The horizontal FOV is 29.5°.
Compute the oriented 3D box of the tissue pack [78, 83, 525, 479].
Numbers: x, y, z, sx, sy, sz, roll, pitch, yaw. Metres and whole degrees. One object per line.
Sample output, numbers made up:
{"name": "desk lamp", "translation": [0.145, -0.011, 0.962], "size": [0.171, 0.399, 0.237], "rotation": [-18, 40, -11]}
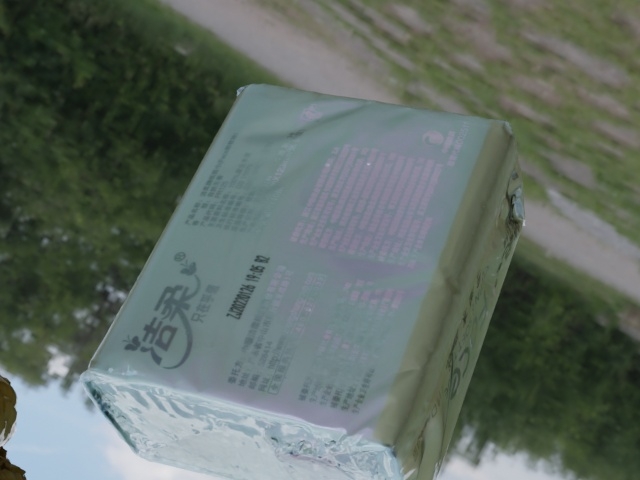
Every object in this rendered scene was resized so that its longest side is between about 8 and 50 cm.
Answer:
{"name": "tissue pack", "translation": [0.002, 0.055, 1.258], "size": [0.331, 0.405, 0.205], "rotation": [10, 145, 21]}

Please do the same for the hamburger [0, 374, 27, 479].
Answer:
{"name": "hamburger", "translation": [-0.371, 0.158, 0.896], "size": [0.318, 0.158, 0.318], "rotation": [-4, 175, 0]}
